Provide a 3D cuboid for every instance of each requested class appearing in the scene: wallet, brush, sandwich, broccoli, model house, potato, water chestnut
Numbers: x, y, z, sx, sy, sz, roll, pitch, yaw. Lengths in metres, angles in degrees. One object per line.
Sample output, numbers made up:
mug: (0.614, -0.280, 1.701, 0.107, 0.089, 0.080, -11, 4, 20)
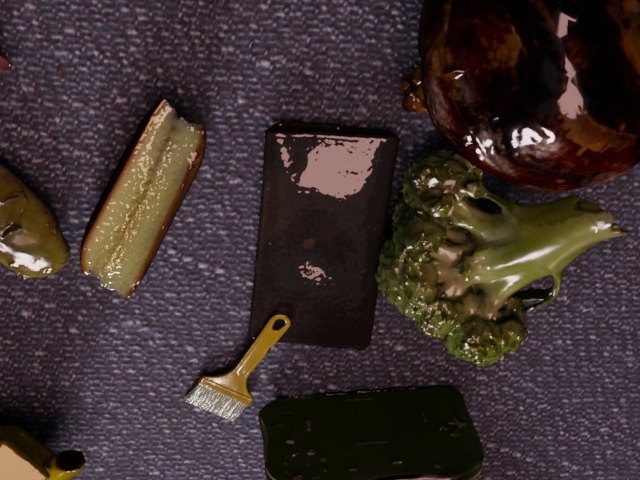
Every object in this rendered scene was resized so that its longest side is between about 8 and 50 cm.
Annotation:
wallet: (0.000, 0.000, 1.391, 0.170, 0.044, 0.321, 2, 118, -8)
brush: (-0.102, 0.171, 1.452, 0.083, 0.011, 0.205, 28, 119, -20)
sandwich: (-0.215, -0.059, 1.305, 0.094, 0.096, 0.258, 27, 110, -12)
broccoli: (0.207, -0.007, 1.340, 0.254, 0.186, 0.302, 41, 117, 9)
model house: (0.066, 0.325, 1.464, 0.294, 0.207, 0.154, -3, 118, -6)
potato: (-0.404, -0.033, 1.291, 0.225, 0.090, 0.117, 37, 120, -25)
water chestnut: (0.233, -0.207, 1.202, 0.335, 0.335, 0.347, 35, 145, -21)

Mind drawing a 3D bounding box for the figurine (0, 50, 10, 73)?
figurine: (-0.416, -0.243, 1.180, 0.114, 0.126, 0.157, -30, 128, -42)

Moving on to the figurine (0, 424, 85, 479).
figurine: (-0.462, 0.302, 1.397, 0.327, 0.169, 0.218, 21, 115, -16)
